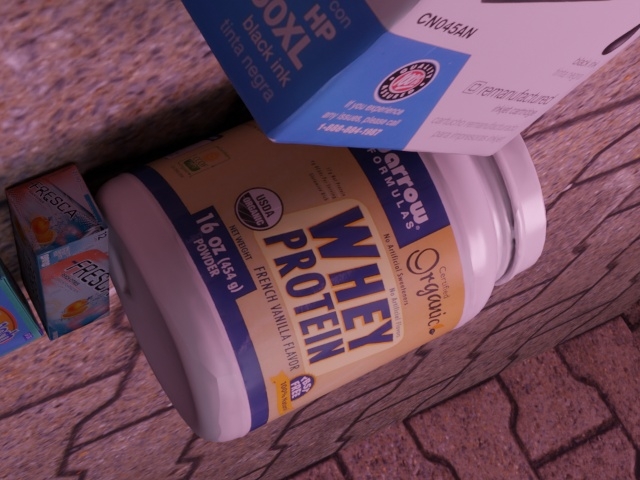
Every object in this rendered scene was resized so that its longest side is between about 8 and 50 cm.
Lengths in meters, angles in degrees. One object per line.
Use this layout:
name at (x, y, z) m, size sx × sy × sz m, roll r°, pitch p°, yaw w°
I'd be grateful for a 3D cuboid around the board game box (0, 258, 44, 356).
board game box at (-0.341, 0.084, 0.955) m, size 0.210 × 0.047 × 0.160 m, roll -26°, pitch 162°, yaw -12°

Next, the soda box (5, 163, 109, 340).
soda box at (-0.207, 0.014, 0.952) m, size 0.058 × 0.063 × 0.183 m, roll -24°, pitch 161°, yaw -18°

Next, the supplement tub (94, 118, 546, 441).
supplement tub at (0.000, 0.000, 0.972) m, size 0.316 × 0.228 × 0.228 m, roll -25°, pitch 162°, yaw -17°

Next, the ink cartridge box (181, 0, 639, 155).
ink cartridge box at (0.140, -0.229, 0.668) m, size 0.395 × 0.166 × 0.285 m, roll -40°, pitch 161°, yaw 28°
